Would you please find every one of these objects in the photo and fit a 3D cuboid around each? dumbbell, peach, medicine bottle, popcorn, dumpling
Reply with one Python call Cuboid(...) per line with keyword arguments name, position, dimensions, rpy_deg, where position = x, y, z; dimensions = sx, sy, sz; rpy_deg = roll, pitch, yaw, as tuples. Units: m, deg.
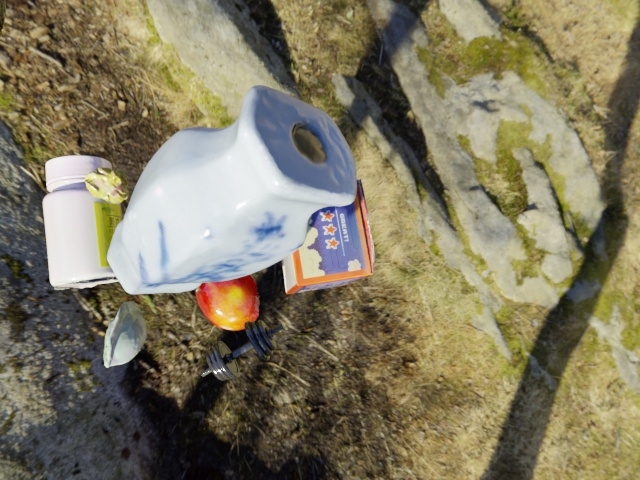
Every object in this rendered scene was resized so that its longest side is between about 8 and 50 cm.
Cuboid(name="dumbbell", position=(-0.174, 0.244, 0.993), dimensions=(0.208, 0.099, 0.099), rpy_deg=(-31, 88, -2))
Cuboid(name="peach", position=(-0.289, 0.183, 1.448), dimensions=(0.190, 0.196, 0.226), rpy_deg=(-40, 105, 7))
Cuboid(name="medicine bottle", position=(-0.718, -0.049, 1.357), dimensions=(0.213, 0.213, 0.378), rpy_deg=(-8, 84, -14))
Cuboid(name="popcorn", position=(-0.560, -0.148, 1.166), dimensions=(0.109, 0.097, 0.089), rpy_deg=(4, 107, -51))
Cuboid(name="dumpling", position=(-0.572, 0.261, 1.282), dimensions=(0.105, 0.216, 0.149), rpy_deg=(-19, 116, 14))

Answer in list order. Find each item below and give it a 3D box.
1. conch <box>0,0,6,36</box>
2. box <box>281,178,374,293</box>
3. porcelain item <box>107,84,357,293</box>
Cuboid(name="conch", position=(-0.423, -0.273, 0.413), dimensions=(0.181, 0.187, 0.124), rpy_deg=(28, 42, 0))
Cuboid(name="box", position=(0.000, 0.000, 1.509), dimensions=(0.257, 0.348, 0.318), rpy_deg=(-7, 79, -11))
Cuboid(name="porcelain item", position=(-0.152, -0.046, 0.667), dimensions=(0.242, 0.405, 0.178), rpy_deg=(5, 65, -48))
